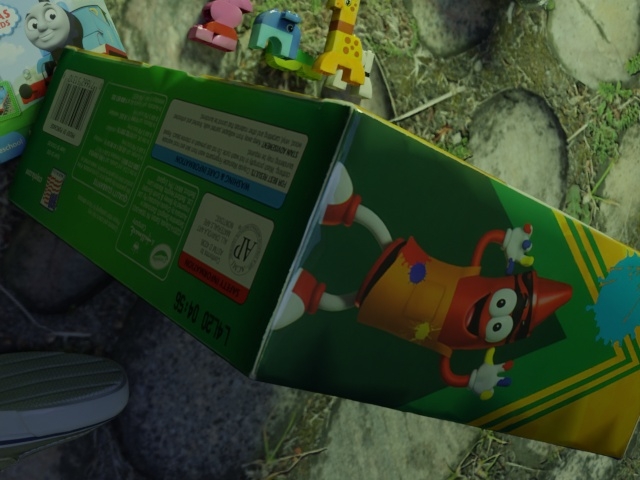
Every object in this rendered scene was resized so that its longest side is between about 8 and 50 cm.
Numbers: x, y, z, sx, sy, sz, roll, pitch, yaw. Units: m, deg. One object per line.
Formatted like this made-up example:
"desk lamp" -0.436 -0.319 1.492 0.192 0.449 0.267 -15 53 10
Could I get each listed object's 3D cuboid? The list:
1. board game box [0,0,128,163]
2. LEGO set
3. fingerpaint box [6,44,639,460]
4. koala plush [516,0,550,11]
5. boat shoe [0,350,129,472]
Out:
"board game box" -0.273 -0.195 0.782 0.160 0.039 0.211 -31 111 -25
"LEGO set" -0.011 -0.226 0.916 0.227 0.087 0.093 13 90 -34
"fingerpaint box" 0.000 0.000 0.718 0.371 0.445 0.163 20 92 -39
"koala plush" 0.252 -0.402 1.013 0.196 0.203 0.221 36 89 -30
"boat shoe" -0.323 0.173 0.776 0.302 0.109 0.094 -8 116 -23
